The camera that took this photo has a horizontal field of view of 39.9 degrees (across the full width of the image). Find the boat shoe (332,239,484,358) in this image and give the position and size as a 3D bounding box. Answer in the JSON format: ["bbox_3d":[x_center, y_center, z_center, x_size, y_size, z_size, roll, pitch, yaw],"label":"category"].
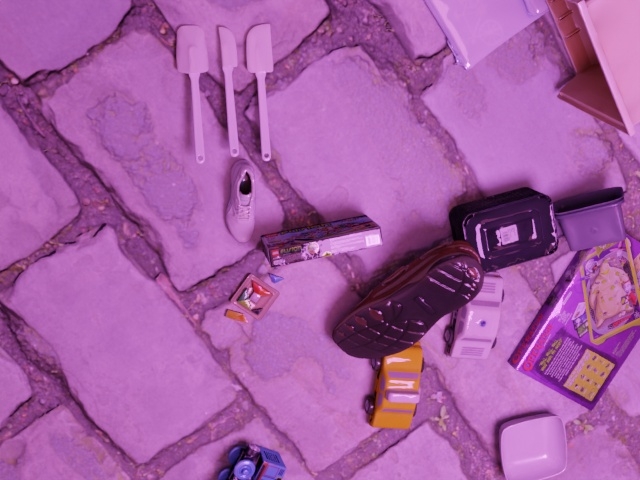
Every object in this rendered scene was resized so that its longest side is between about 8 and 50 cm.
[{"bbox_3d":[0.168,0.110,1.655,0.324,0.120,0.122,-32,112,24],"label":"boat shoe"}]

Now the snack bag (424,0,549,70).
[{"bbox_3d":[0.312,-0.530,1.581,0.343,0.037,0.323,-36,108,-1],"label":"snack bag"}]

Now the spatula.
[{"bbox_3d":[-0.164,-0.257,1.556,0.168,0.019,0.242,-5,99,-16],"label":"spatula"}]

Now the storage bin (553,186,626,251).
[{"bbox_3d":[0.523,-0.040,1.700,0.135,0.098,0.091,-13,106,19],"label":"storage bin"}]

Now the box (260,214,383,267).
[{"bbox_3d":[0.000,0.000,1.608,0.207,0.114,0.036,-11,105,-9],"label":"box"}]

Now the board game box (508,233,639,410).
[{"bbox_3d":[0.558,0.154,1.790,0.208,0.056,0.346,29,96,-20],"label":"board game box"}]

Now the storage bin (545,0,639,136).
[{"bbox_3d":[0.463,-0.352,1.511,0.123,0.260,0.262,-35,120,-1],"label":"storage bin"}]

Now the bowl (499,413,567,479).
[{"bbox_3d":[0.433,0.425,1.827,0.142,0.053,0.142,-11,105,-9],"label":"bowl"}]

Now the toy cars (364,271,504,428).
[{"bbox_3d":[0.230,0.223,1.720,0.394,0.087,0.176,-42,108,1],"label":"toy cars"}]

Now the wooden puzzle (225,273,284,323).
[{"bbox_3d":[-0.123,0.109,1.662,0.079,0.014,0.116,28,96,-16],"label":"wooden puzzle"}]

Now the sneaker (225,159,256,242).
[{"bbox_3d":[-0.142,-0.066,1.592,0.054,0.061,0.152,-2,105,-12],"label":"sneaker"}]

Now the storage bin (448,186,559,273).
[{"bbox_3d":[0.350,-0.020,1.687,0.180,0.084,0.122,-16,106,-8],"label":"storage bin"}]

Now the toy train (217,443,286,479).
[{"bbox_3d":[-0.147,0.484,1.717,0.105,0.080,0.184,24,98,-21],"label":"toy train"}]
